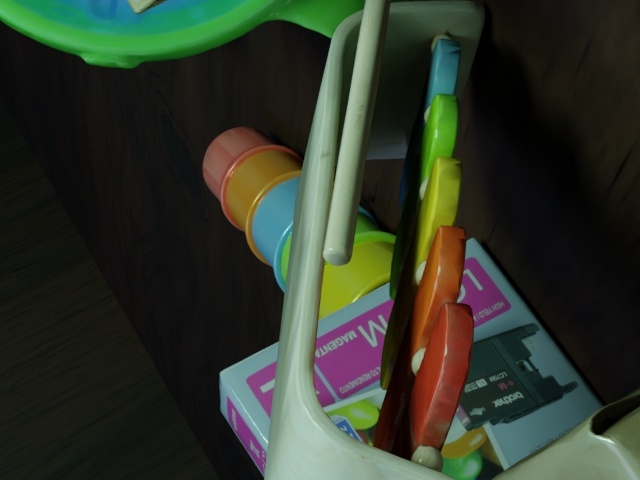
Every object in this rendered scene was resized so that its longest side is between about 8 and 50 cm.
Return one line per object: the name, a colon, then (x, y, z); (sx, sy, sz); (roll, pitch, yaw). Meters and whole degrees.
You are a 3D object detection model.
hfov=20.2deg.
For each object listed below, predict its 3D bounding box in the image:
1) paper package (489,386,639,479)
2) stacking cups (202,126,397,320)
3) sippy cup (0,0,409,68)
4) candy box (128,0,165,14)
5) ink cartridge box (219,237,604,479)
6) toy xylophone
paper package: (0.215, 0.192, 0.692); (0.325, 0.168, 0.309); (59, 166, 10)
stacking cups: (0.000, 0.000, 1.314); (0.316, 0.096, 0.096); (48, 161, 59)
sippy cup: (-0.096, -0.200, 1.007); (0.224, 0.240, 0.306); (98, 153, -86)
candy box: (-0.064, -0.279, 0.771); (0.316, 0.183, 0.087); (64, 166, -8)
ink cartridge box: (0.097, 0.162, 1.028); (0.311, 0.185, 0.065); (56, 163, 24)
toy xylophone: (0.031, 0.005, 0.840); (0.236, 0.081, 0.323); (105, 173, -58)
